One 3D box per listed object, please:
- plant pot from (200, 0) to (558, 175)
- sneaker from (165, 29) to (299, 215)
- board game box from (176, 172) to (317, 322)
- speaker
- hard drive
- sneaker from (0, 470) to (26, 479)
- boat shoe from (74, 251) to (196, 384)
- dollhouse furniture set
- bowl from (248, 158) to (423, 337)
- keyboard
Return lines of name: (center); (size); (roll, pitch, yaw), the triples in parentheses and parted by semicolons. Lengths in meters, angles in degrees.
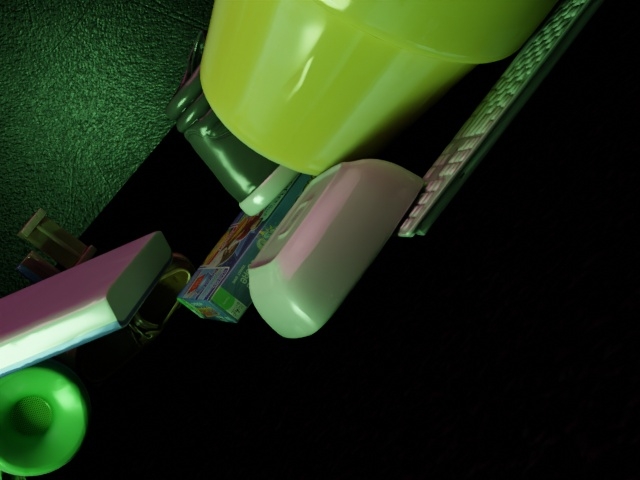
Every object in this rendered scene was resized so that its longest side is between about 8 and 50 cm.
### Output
plant pot: (0.026, -0.186, 0.763); (0.239, 0.254, 0.254); (-55, 9, 38)
sneaker: (-0.026, -0.176, 0.945); (0.296, 0.147, 0.104); (-53, 13, -23)
board game box: (-0.052, -0.013, 0.978); (0.201, 0.035, 0.136); (-54, 15, -13)
speaker: (-0.338, 0.185, 1.153); (0.131, 0.131, 0.296); (-54, 15, -15)
hard drive: (-0.322, 0.094, 1.059); (0.318, 0.040, 0.210); (-23, 14, 12)
sneaker: (-0.365, 0.277, 1.165); (0.070, 0.051, 0.134); (-48, 18, 2)
boat shoe: (-0.205, 0.087, 1.128); (0.178, 0.064, 0.060); (-48, 15, -6)
dollhouse furniture set: (-0.316, 0.071, 1.256); (0.129, 0.183, 0.129); (-54, 15, -15)
bowl: (0.000, 0.000, 0.736); (0.142, 0.053, 0.142); (-55, 9, -12)
keyboard: (0.129, -0.103, 0.705); (0.256, 0.014, 0.072); (-52, 15, -6)
